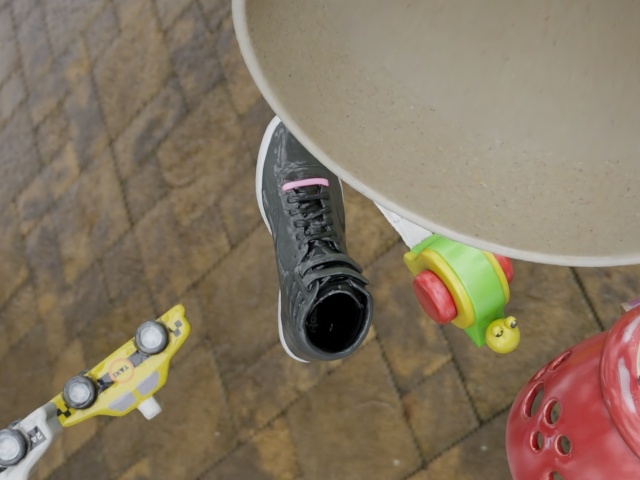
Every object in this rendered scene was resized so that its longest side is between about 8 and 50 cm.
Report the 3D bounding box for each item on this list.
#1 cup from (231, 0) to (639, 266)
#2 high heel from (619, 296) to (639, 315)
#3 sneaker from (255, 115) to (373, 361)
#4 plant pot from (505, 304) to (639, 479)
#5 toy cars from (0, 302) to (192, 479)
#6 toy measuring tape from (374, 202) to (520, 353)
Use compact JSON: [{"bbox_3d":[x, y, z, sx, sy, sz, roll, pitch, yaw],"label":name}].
[{"bbox_3d":[0.142,-0.173,0.773,0.331,0.331,0.237,-6,48,45],"label":"cup"},{"bbox_3d":[0.475,0.169,1.287,0.181,0.127,0.377,-23,54,3],"label":"high heel"},{"bbox_3d":[0.000,0.000,1.355,0.147,0.104,0.296,-168,72,-71],"label":"sneaker"},{"bbox_3d":[0.276,0.159,1.018,0.174,0.191,0.191,125,142,-55],"label":"plant pot"},{"bbox_3d":[-0.259,0.197,1.240,0.087,0.393,0.176,52,134,-1],"label":"toy cars"},{"bbox_3d":[0.137,-0.002,1.474,0.121,0.121,0.330,-46,66,25],"label":"toy measuring tape"}]
